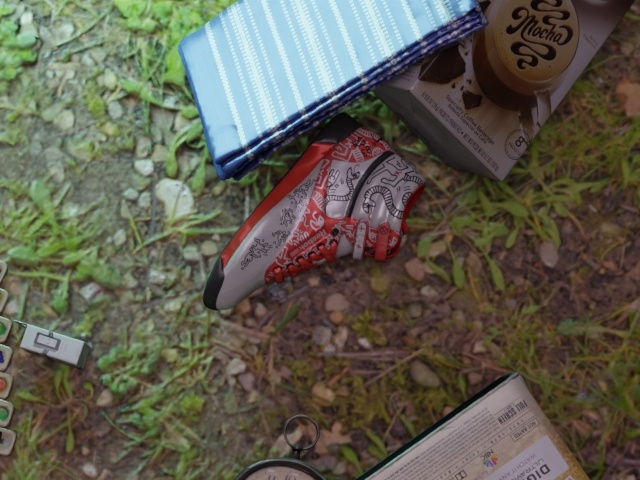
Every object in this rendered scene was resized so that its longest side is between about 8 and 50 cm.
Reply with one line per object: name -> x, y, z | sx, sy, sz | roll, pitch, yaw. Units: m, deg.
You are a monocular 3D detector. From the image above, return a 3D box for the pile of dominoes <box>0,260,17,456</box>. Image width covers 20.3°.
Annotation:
pile of dominoes -> -0.439, 0.122, 1.971 | 0.196, 0.040, 0.251 | -4, 79, 0

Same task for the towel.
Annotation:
towel -> 0.004, -0.224, 1.946 | 0.336, 0.040, 0.243 | -31, 45, 11

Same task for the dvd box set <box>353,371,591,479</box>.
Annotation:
dvd box set -> 0.198, 0.394, 1.868 | 0.308, 0.062, 0.420 | -35, 90, -7

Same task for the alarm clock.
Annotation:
alarm clock -> -0.038, 0.282, 1.924 | 0.129, 0.064, 0.192 | 14, 82, 3

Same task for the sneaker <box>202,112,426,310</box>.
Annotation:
sneaker -> 0.000, -0.001, 1.967 | 0.145, 0.090, 0.270 | 37, 79, 10

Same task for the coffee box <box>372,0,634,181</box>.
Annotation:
coffee box -> 0.205, -0.237, 1.963 | 0.168, 0.119, 0.297 | 41, 80, -30

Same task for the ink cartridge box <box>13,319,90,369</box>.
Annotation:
ink cartridge box -> -0.300, 0.115, 1.967 | 0.083, 0.048, 0.028 | 18, 79, 5
